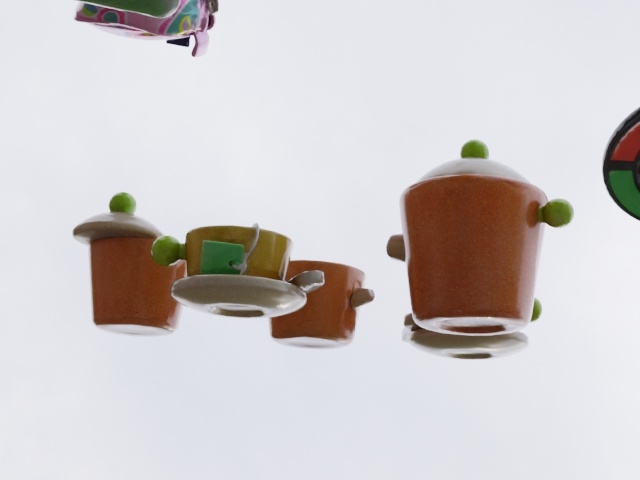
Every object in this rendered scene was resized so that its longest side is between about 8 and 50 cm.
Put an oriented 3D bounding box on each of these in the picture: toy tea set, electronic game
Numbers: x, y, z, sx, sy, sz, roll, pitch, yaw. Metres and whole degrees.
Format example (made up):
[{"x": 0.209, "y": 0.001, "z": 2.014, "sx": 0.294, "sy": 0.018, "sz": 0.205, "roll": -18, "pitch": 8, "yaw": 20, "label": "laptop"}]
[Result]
[{"x": 0.000, "y": 0.000, "z": 0.880, "sx": 0.200, "sy": 0.336, "sz": 0.124, "roll": 113, "pitch": -19, "yaw": -75, "label": "toy tea set"}, {"x": 0.426, "y": -0.088, "z": 1.436, "sx": 0.229, "sy": 0.048, "sz": 0.229, "roll": 2, "pitch": -40, "yaw": 2, "label": "electronic game"}]

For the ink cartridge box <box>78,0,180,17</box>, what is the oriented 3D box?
[{"x": -0.092, "y": -0.167, "z": 0.354, "sx": 0.154, "sy": 0.212, "sz": 0.093, "roll": 10, "pitch": -44, "yaw": -4, "label": "ink cartridge box"}]

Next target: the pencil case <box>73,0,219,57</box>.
[{"x": -0.123, "y": -0.299, "z": 1.067, "sx": 0.124, "sy": 0.124, "sz": 0.284, "roll": 18, "pitch": -75, "yaw": 31, "label": "pencil case"}]
